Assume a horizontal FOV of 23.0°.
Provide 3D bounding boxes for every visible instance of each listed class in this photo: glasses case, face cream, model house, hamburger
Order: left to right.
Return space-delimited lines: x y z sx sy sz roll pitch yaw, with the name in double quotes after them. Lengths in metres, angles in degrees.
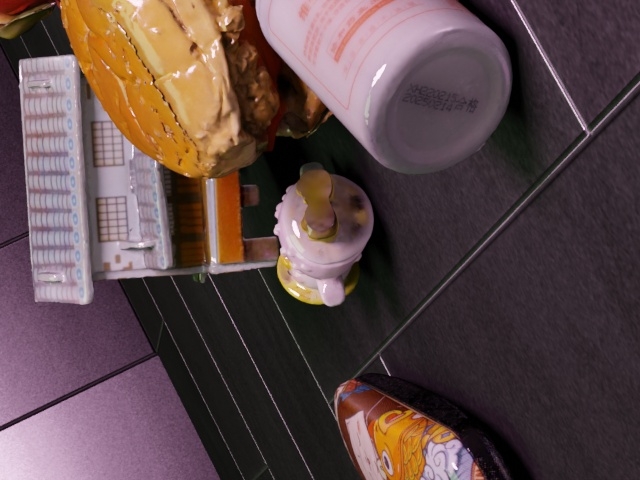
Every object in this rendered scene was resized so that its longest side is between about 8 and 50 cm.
-0.165 -0.059 1.459 0.198 0.215 0.224 -164 71 -74 "model house"
-0.099 -0.162 1.241 0.244 0.163 0.244 58 163 29 "hamburger"
0.015 -0.144 0.980 0.251 0.101 0.101 51 161 45 "face cream"
0.088 0.191 1.345 0.122 0.082 0.321 65 167 -12 "glasses case"

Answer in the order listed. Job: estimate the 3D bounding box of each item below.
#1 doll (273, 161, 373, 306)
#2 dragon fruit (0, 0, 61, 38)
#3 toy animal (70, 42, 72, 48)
0.000 0.000 1.342 0.207 0.081 0.129 98 163 -70 "doll"
-0.310 -0.344 1.634 0.224 0.224 0.227 63 157 6 "dragon fruit"
-0.169 -0.177 1.667 0.116 0.114 0.255 2 -122 -56 "toy animal"
